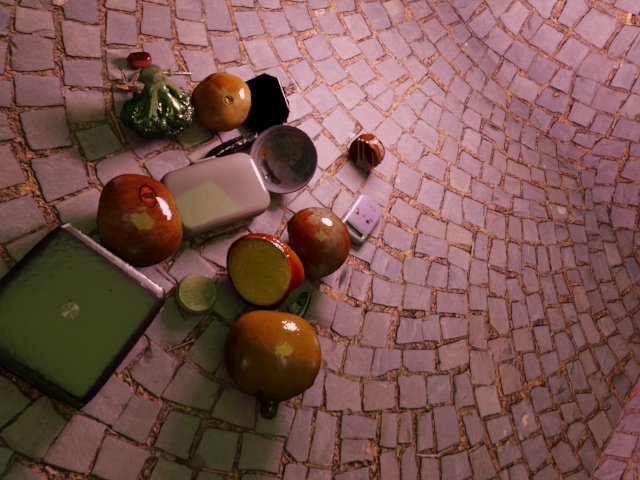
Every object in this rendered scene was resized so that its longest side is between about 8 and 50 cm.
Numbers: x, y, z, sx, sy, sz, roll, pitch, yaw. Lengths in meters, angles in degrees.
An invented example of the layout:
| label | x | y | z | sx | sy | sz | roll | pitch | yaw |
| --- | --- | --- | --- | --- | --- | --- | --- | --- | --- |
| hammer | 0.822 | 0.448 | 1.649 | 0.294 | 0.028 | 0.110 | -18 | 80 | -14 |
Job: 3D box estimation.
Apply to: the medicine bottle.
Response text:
| label | x | y | z | sx | sy | sz | roll | pitch | yaw |
| --- | --- | --- | --- | --- | --- | --- | --- | --- | --- |
| medicine bottle | -0.383 | -0.169 | 1.828 | 0.375 | 0.123 | 0.282 | -21 | 83 | -25 |

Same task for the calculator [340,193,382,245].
| label | x | y | z | sx | sy | sz | roll | pitch | yaw |
| --- | --- | --- | --- | --- | --- | --- | --- | --- | --- |
| calculator | 0.169 | -0.088 | 2.124 | 0.141 | 0.045 | 0.246 | 42 | 61 | -7 |

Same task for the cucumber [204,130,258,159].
| label | x | y | z | sx | sy | sz | roll | pitch | yaw |
| --- | --- | --- | --- | --- | --- | --- | --- | --- | --- |
| cucumber | -0.355 | -0.363 | 1.954 | 0.245 | 0.067 | 0.067 | -29 | 87 | -29 |

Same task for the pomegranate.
| label | x | y | z | sx | sy | sz | roll | pitch | yaw |
| --- | --- | --- | --- | --- | --- | --- | --- | --- | --- |
| pomegranate | -0.379 | -0.526 | 1.902 | 0.233 | 0.233 | 0.233 | 9 | 69 | -23 |

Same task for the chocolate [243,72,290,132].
| label | x | y | z | sx | sy | sz | roll | pitch | yaw |
| --- | --- | --- | --- | --- | --- | --- | --- | --- | --- |
| chocolate | -0.214 | -0.547 | 2.065 | 0.177 | 0.206 | 0.224 | -24 | 95 | -74 |

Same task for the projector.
| label | x | y | z | sx | sy | sz | roll | pitch | yaw |
| --- | --- | --- | --- | --- | --- | --- | --- | --- | --- |
| projector | -0.732 | 0.226 | 1.462 | 0.395 | 0.242 | 0.405 | 38 | 62 | -12 |

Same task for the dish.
| label | x | y | z | sx | sy | sz | roll | pitch | yaw |
| --- | --- | --- | --- | --- | --- | --- | --- | --- | --- |
| dish | -0.142 | -0.314 | 2.005 | 0.274 | 0.134 | 0.273 | 0 | 88 | 4 |

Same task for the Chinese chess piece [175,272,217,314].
| label | x | y | z | sx | sy | sz | roll | pitch | yaw |
| --- | --- | --- | --- | --- | --- | --- | --- | --- | --- |
| Chinese chess piece | -0.430 | 0.185 | 1.729 | 0.144 | 0.058 | 0.144 | 10 | 67 | -24 |

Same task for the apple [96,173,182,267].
| label | x | y | z | sx | sy | sz | roll | pitch | yaw |
| --- | --- | --- | --- | --- | --- | --- | --- | --- | --- |
| apple | -0.571 | -0.065 | 1.606 | 0.250 | 0.277 | 0.309 | -2 | 76 | -7 |

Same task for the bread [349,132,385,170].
| label | x | y | z | sx | sy | sz | roll | pitch | yaw |
| --- | --- | --- | --- | --- | --- | --- | --- | --- | --- |
| bread | 0.203 | -0.388 | 2.184 | 0.160 | 0.160 | 0.073 | 46 | 55 | -5 |

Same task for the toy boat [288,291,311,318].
| label | x | y | z | sx | sy | sz | roll | pitch | yaw |
| --- | --- | --- | --- | --- | --- | --- | --- | --- | --- |
| toy boat | -0.084 | 0.250 | 1.872 | 0.066 | 0.059 | 0.140 | 37 | 61 | -25 |

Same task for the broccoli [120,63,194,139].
| label | x | y | z | sx | sy | sz | roll | pitch | yaw |
| --- | --- | --- | --- | --- | --- | --- | --- | --- | --- |
| broccoli | -0.576 | -0.483 | 1.771 | 0.270 | 0.270 | 0.270 | 3 | 50 | -3 |

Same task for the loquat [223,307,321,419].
| label | x | y | z | sx | sy | sz | roll | pitch | yaw |
| --- | --- | --- | --- | --- | --- | --- | --- | --- | --- |
| loquat | -0.153 | 0.395 | 1.632 | 0.329 | 0.328 | 0.359 | 13 | 62 | -22 |

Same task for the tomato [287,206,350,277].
| label | x | y | z | sx | sy | sz | roll | pitch | yaw |
| --- | --- | --- | --- | --- | --- | --- | --- | --- | --- |
| tomato | 0.000 | 0.000 | 1.873 | 0.223 | 0.270 | 0.270 | -21 | 82 | -2 |

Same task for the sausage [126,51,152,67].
| label | x | y | z | sx | sy | sz | roll | pitch | yaw |
| --- | --- | --- | --- | --- | --- | --- | --- | --- | --- |
| sausage | -0.691 | -0.687 | 1.906 | 0.094 | 0.054 | 0.059 | -18 | 81 | -30 |

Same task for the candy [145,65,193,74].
| label | x | y | z | sx | sy | sz | roll | pitch | yaw |
| --- | --- | --- | --- | --- | --- | --- | --- | --- | --- |
| candy | -0.591 | -0.654 | 1.953 | 0.201 | 0.060 | 0.060 | -16 | 80 | -38 |

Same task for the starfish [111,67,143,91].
| label | x | y | z | sx | sy | sz | roll | pitch | yaw |
| --- | --- | --- | --- | --- | --- | --- | --- | --- | --- |
| starfish | -0.723 | -0.581 | 1.860 | 0.130 | 0.041 | 0.133 | -29 | 80 | -39 |

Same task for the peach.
| label | x | y | z | sx | sy | sz | roll | pitch | yaw |
| --- | --- | --- | --- | --- | --- | --- | --- | --- | --- |
| peach | -0.207 | 0.104 | 1.755 | 0.249 | 0.245 | 0.274 | -41 | 93 | -23 |
